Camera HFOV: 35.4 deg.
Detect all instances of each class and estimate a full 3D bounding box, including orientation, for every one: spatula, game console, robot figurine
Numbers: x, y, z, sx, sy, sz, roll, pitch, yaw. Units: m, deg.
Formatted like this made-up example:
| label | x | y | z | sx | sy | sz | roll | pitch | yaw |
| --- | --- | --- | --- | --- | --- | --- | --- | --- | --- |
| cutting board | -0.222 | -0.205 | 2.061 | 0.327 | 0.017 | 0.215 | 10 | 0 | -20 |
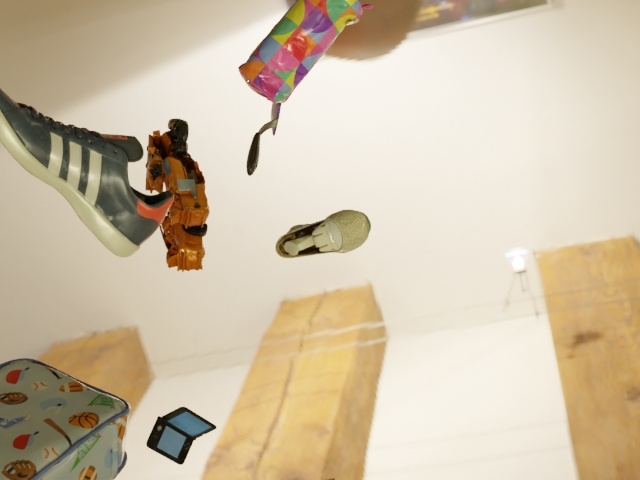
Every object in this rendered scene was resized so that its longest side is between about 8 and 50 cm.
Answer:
| label | x | y | z | sx | sy | sz | roll | pitch | yaw |
| --- | --- | --- | --- | --- | --- | --- | --- | --- | --- |
| spatula | -0.103 | -0.198 | 1.849 | 0.030 | 0.084 | 0.296 | 15 | -145 | 2 |
| game console | -0.311 | 0.439 | 2.250 | 0.071 | 0.122 | 0.107 | 1 | -120 | 43 |
| robot figurine | -0.265 | -0.092 | 1.843 | 0.085 | 0.211 | 0.291 | -5 | -138 | -19 |

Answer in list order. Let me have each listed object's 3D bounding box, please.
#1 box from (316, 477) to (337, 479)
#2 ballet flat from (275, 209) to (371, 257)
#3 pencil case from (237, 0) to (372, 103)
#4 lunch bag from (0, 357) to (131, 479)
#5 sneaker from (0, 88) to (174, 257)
| label | x | y | z | sx | sy | sz | roll | pitch | yaw |
| --- | --- | --- | --- | --- | --- | --- | --- | --- | --- |
| box | 0.038 | 0.506 | 1.854 | 0.087 | 0.058 | 0.232 | -1 | -174 | -23 |
| ballet flat | 0.000 | 0.000 | 1.320 | 0.052 | 0.057 | 0.168 | -28 | -173 | -37 |
| pencil case | -0.028 | -0.330 | 1.643 | 0.236 | 0.104 | 0.104 | -47 | -160 | 3 |
| lunch bag | -0.403 | 0.264 | 1.287 | 0.243 | 0.115 | 0.303 | 17 | -158 | 22 |
| sneaker | -0.365 | -0.139 | 1.533 | 0.148 | 0.350 | 0.131 | -42 | -151 | 0 |
